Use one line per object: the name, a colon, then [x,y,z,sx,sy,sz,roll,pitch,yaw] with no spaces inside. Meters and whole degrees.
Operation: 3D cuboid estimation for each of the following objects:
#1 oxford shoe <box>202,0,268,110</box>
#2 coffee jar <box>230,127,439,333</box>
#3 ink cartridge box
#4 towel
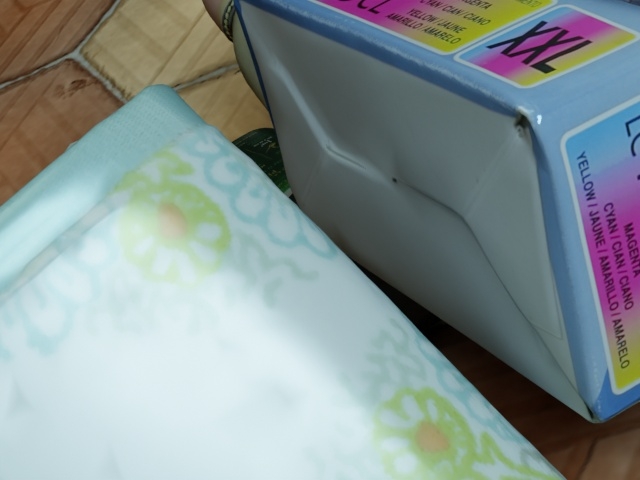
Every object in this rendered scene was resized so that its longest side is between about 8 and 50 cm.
oxford shoe: [0.129,-0.183,1.013,0.397,0.140,0.146,-25,67,3]
coffee jar: [0.000,0.000,0.902,0.096,0.079,0.184,-38,35,-19]
ink cartridge box: [0.197,-0.106,0.757,0.395,0.151,0.270,-24,29,-20]
towel: [-0.088,0.167,0.610,0.374,0.320,0.090,-43,-2,-13]
